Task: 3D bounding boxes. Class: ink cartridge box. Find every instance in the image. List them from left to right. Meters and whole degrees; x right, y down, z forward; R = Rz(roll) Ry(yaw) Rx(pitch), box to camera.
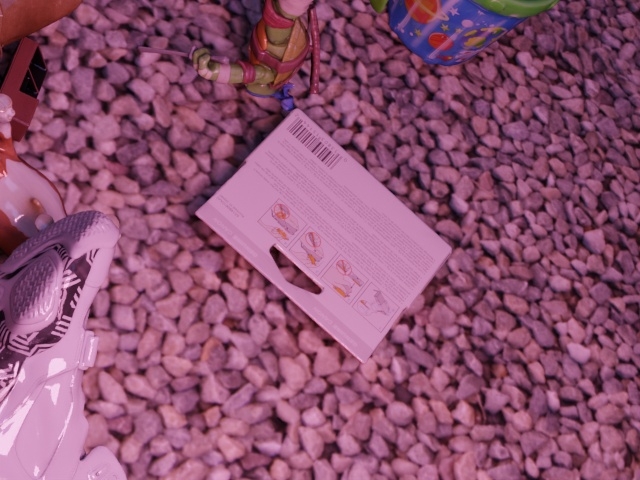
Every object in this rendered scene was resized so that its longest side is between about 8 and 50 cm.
[{"bbox_3d":[0.000,0.000,1.784,0.296,0.066,0.261,42,51,-1],"label":"ink cartridge box"}]

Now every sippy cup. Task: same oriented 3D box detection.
[{"bbox_3d":[0.223,-0.391,2.043,0.305,0.224,0.240,25,54,-15],"label":"sippy cup"}]

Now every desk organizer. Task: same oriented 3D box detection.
[{"bbox_3d":[-0.380,-0.193,1.691,0.050,0.047,0.130,25,53,-18],"label":"desk organizer"}]

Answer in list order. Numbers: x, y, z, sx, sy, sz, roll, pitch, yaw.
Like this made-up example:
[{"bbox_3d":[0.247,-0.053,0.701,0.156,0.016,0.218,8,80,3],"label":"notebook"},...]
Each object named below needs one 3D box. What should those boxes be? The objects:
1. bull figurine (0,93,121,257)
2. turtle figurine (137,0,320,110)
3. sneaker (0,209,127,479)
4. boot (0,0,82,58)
[{"bbox_3d":[-0.365,-0.059,1.540,0.310,0.188,0.101,45,61,-7],"label":"bull figurine"},{"bbox_3d":[-0.104,-0.314,1.785,0.198,0.266,0.275,-30,77,-36],"label":"turtle figurine"},{"bbox_3d":[-0.286,0.159,1.422,0.210,0.137,0.366,41,72,-35],"label":"sneaker"},{"bbox_3d":[-0.412,-0.241,1.624,0.305,0.112,0.115,-27,62,-19],"label":"boot"}]
